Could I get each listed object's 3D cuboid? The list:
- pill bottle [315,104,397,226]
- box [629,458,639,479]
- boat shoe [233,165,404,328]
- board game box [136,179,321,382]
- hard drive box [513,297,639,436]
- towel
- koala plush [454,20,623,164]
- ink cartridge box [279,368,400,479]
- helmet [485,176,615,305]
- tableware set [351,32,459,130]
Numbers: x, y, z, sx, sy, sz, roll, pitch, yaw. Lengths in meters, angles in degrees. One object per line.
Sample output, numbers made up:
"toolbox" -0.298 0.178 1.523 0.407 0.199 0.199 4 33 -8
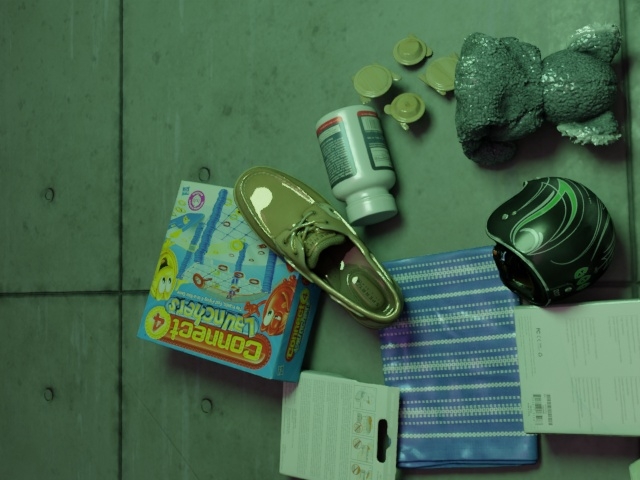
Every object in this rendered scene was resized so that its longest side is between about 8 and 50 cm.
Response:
"pill bottle" 0.063 -0.120 1.228 0.108 0.108 0.180 -21 77 28
"box" 0.493 0.356 0.876 0.127 0.148 0.232 -41 93 23
"boat shoe" 0.000 0.000 1.166 0.341 0.110 0.122 41 85 7
"board game box" -0.148 0.065 1.326 0.308 0.086 0.302 10 82 30
"hard drive box" 0.396 0.171 1.025 0.232 0.089 0.181 -6 84 31
"towel" 0.201 0.184 1.169 0.243 0.040 0.336 -10 82 29
"koala plush" 0.310 -0.210 1.055 0.221 0.203 0.196 4 90 19
"ink cartridge box" 0.037 0.316 1.248 0.224 0.056 0.181 1 87 31
"helmet" 0.322 -0.006 1.037 0.161 0.169 0.169 -39 65 -11
"tableware set" 0.143 -0.261 1.207 0.168 0.020 0.141 -40 66 -6
